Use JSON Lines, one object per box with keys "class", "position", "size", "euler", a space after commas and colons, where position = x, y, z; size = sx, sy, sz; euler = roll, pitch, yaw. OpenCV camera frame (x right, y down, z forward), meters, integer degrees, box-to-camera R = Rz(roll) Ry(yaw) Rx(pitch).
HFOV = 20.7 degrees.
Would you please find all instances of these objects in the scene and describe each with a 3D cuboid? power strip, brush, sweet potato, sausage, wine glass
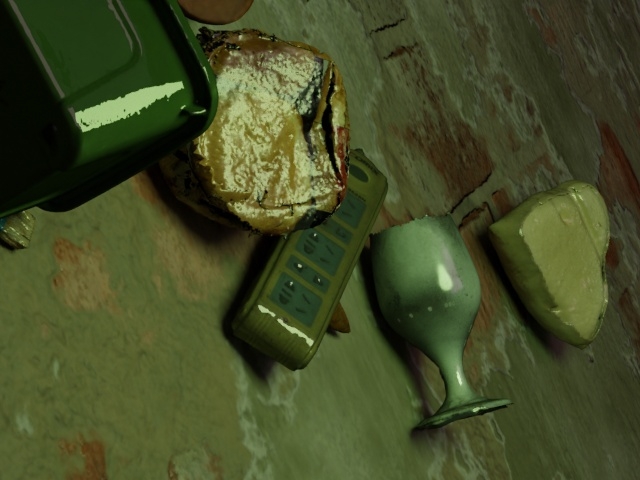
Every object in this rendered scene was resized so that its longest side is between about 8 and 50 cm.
{"class": "power strip", "position": [0.000, 0.000, 1.902], "size": [0.092, 0.066, 0.387], "euler": [34, 35, -7]}
{"class": "brush", "position": [-0.302, -0.054, 1.492], "size": [0.164, 0.014, 0.051], "euler": [48, 28, -30]}
{"class": "sweet potato", "position": [0.006, 0.072, 1.920], "size": [0.095, 0.034, 0.034], "euler": [48, 34, -26]}
{"class": "sausage", "position": [-0.116, -0.281, 1.809], "size": [0.113, 0.113, 0.259], "euler": [62, 0, -11]}
{"class": "wine glass", "position": [0.137, 0.094, 2.039], "size": [0.126, 0.126, 0.241], "euler": [0, 73, -60]}

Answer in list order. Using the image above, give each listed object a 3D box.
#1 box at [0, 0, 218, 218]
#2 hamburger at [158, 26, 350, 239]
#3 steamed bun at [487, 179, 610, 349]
{"class": "box", "position": [-0.263, -0.175, 1.393], "size": [0.329, 0.252, 0.178], "euler": [59, 37, -4]}
{"class": "hamburger", "position": [-0.071, -0.109, 1.787], "size": [0.231, 0.107, 0.231], "euler": [4, 84, -39]}
{"class": "steamed bun", "position": [0.321, 0.017, 2.428], "size": [0.212, 0.110, 0.231], "euler": [-50, 119, -40]}
